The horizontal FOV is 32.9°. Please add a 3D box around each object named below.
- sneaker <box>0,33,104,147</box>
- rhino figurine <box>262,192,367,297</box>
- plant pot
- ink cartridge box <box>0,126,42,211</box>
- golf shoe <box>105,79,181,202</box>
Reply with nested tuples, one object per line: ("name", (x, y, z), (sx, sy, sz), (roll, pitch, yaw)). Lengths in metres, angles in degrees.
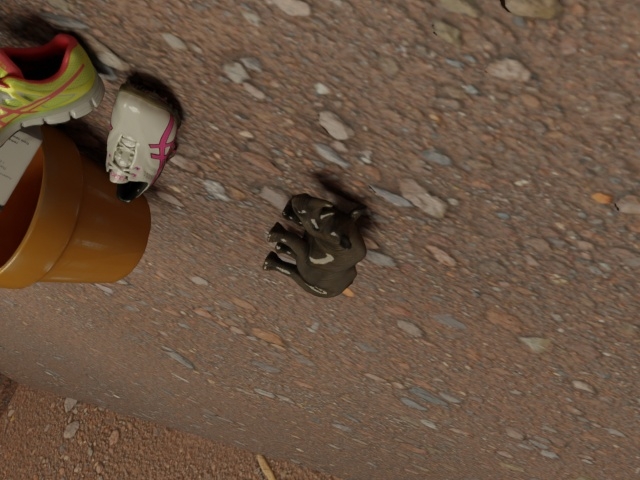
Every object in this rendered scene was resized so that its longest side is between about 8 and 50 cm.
("sneaker", (-0.318, -0.146, 1.055), (0.081, 0.208, 0.094), (54, 161, 26))
("rhino figurine", (0.000, 0.000, 1.209), (0.106, 0.073, 0.243), (26, 160, 4))
("plant pot", (-0.321, -0.030, 1.338), (0.205, 0.205, 0.188), (3, 169, 44))
("ink cartridge box", (-0.398, -0.068, 1.202), (0.086, 0.203, 0.148), (27, -166, -28))
("golf shoe", (-0.191, -0.099, 1.142), (0.067, 0.086, 0.186), (23, 159, 4))
